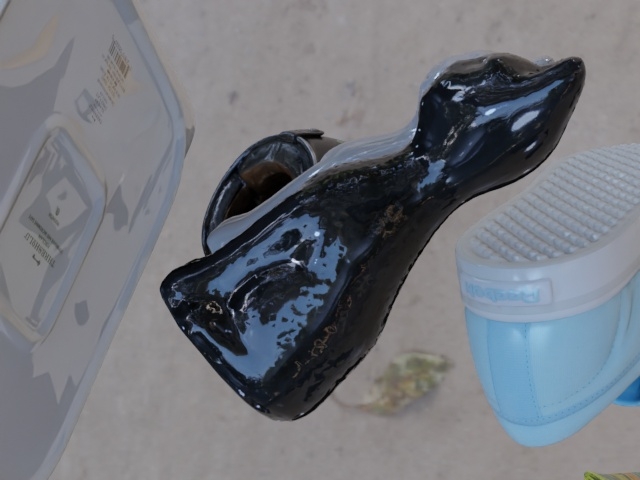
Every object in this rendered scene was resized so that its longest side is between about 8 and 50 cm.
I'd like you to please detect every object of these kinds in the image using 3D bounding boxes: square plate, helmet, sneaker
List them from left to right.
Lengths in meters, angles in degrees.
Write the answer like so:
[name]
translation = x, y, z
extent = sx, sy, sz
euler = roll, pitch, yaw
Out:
[square plate]
translation = -0.161, -0.009, 0.684
extent = 0.049, 0.347, 0.344
euler = 16, 69, 16
[helmet]
translation = 0.000, 0.000, 1.126
extent = 0.169, 0.161, 0.169
euler = -22, 55, 34
[sneaker]
translation = 0.204, 0.027, 0.911
extent = 0.135, 0.366, 0.150
euler = 10, 113, 39

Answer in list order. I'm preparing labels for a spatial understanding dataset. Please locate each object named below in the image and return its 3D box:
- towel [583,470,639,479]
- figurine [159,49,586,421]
[towel]
translation = 0.382, 0.226, 1.288
extent = 0.237, 0.102, 0.021
euler = -3, 91, -8
[figurine]
translation = 0.040, -0.025, 0.672
extent = 0.209, 0.215, 0.092
euler = -40, 95, 10
